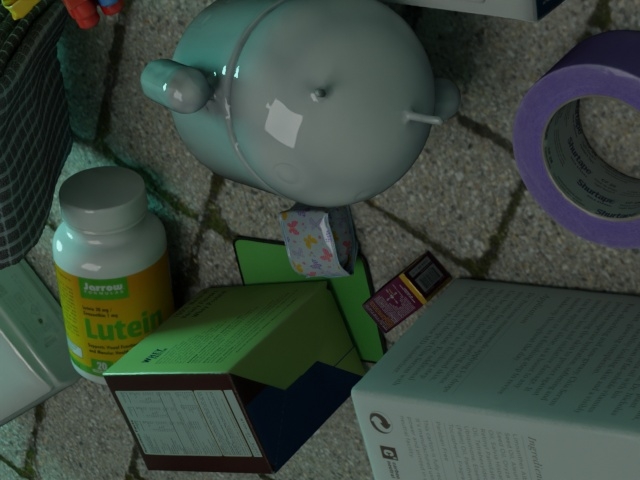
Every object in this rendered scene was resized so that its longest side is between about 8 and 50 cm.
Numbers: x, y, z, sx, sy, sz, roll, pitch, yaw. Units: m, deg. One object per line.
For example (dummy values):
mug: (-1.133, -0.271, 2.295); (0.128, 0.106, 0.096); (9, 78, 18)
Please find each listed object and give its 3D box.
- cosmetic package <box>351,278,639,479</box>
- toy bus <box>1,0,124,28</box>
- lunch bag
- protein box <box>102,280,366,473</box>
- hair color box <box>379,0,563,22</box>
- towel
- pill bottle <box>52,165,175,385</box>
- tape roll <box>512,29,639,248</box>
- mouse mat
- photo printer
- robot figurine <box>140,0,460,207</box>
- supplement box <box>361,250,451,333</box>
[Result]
cosmetic package: (0.286, 0.175, 1.585); (0.453, 0.230, 0.161); (5, 123, 36)
toy bus: (-0.301, -0.305, 1.709); (0.211, 0.220, 0.149); (66, 172, -26)
lunch bag: (0.000, 0.000, 1.809); (0.071, 0.053, 0.083); (-1, 108, 36)
protein box: (-0.096, 0.156, 1.876); (0.201, 0.200, 0.136); (-5, 116, 40)
hair color box: (0.124, -0.374, 1.411); (0.174, 0.105, 0.347); (14, 127, 34)
towel: (-0.357, -0.137, 1.840); (0.121, 0.283, 0.235); (3, 128, 9)
pill bottle: (-0.248, 0.040, 1.967); (0.136, 0.136, 0.245); (17, 128, 28)
tape roll: (0.278, -0.092, 1.510); (0.189, 0.080, 0.189); (21, 131, 26)
mouse mat: (-0.013, 0.069, 1.900); (0.190, 0.007, 0.152); (8, 123, 35)
photo printer: (-0.480, 0.134, 2.233); (0.307, 0.107, 0.256); (-29, 99, 45)
robot figurine: (-0.021, -0.141, 1.563); (0.353, 0.300, 0.199); (-160, 69, -64)
supplement box: (0.093, 0.056, 1.774); (0.043, 0.055, 0.083); (49, 136, 1)
